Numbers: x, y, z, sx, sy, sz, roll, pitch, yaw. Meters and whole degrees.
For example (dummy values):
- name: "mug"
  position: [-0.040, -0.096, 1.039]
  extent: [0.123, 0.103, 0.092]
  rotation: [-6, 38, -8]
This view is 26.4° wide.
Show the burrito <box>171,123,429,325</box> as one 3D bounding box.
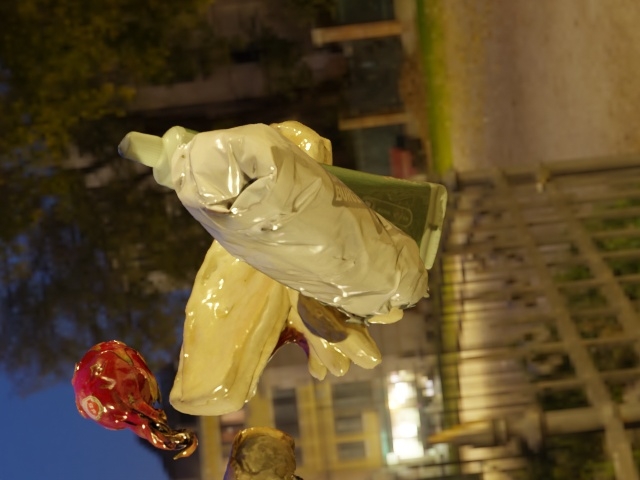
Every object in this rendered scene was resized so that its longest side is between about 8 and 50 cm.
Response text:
- name: "burrito"
  position: [0.000, 0.000, 1.288]
  extent: [0.445, 0.139, 0.101]
  rotation: [35, -124, -60]

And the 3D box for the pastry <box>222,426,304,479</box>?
- name: "pastry"
  position: [-0.071, 0.279, 1.495]
  extent: [0.153, 0.081, 0.153]
  rotation: [-172, 90, -80]

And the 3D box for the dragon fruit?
- name: "dragon fruit"
  position: [-0.210, 0.178, 1.503]
  extent: [0.190, 0.094, 0.094]
  rotation: [38, 149, 39]

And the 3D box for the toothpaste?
- name: "toothpaste"
  position: [-0.032, -0.057, 1.466]
  extent: [0.061, 0.392, 0.098]
  rotation: [1, 78, 62]

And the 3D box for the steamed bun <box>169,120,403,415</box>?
- name: "steamed bun"
  position: [-0.022, 0.047, 1.829]
  extent: [0.189, 0.247, 0.428]
  rotation: [30, -115, -36]
